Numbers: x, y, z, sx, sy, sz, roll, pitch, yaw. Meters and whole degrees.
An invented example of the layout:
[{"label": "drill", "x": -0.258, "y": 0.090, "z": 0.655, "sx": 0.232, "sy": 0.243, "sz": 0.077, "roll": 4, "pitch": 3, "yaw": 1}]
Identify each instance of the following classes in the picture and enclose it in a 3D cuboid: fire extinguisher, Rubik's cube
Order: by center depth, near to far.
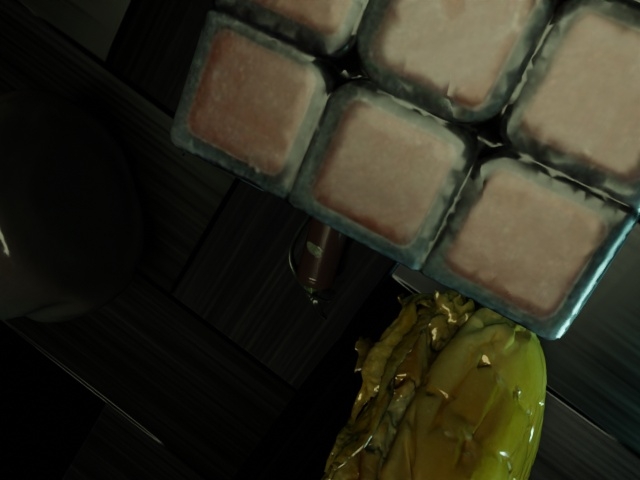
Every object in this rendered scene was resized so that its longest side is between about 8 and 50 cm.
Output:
[{"label": "Rubik's cube", "x": 0.119, "y": -0.164, "z": 0.527, "sx": 0.304, "sy": 0.301, "sz": 0.305, "roll": 30, "pitch": 115, "yaw": 8}, {"label": "fire extinguisher", "x": 0.000, "y": 0.000, "z": 0.763, "sx": 0.078, "sy": 0.045, "sz": 0.157, "roll": 33, "pitch": 119, "yaw": 37}]

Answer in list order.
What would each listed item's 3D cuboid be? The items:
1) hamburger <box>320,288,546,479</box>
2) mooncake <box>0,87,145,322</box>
[{"label": "hamburger", "x": 0.103, "y": 0.207, "z": 0.644, "sx": 0.158, "sy": 0.319, "sz": 0.318, "roll": 16, "pitch": 112, "yaw": 26}, {"label": "mooncake", "x": -0.299, "y": -0.032, "z": 0.750, "sx": 0.133, "sy": 0.245, "sz": 0.244, "roll": -19, "pitch": 100, "yaw": 26}]
